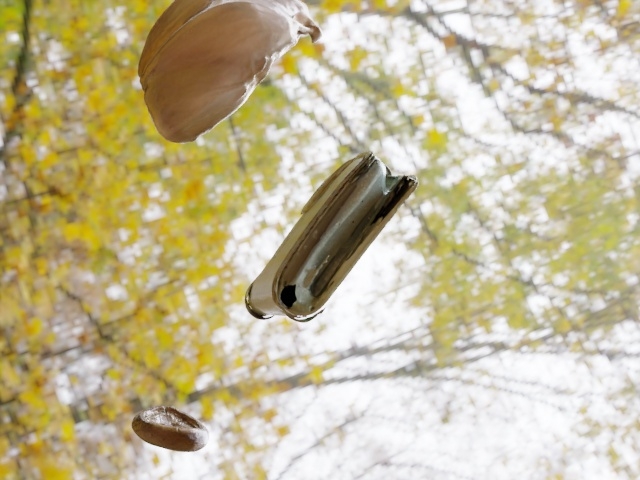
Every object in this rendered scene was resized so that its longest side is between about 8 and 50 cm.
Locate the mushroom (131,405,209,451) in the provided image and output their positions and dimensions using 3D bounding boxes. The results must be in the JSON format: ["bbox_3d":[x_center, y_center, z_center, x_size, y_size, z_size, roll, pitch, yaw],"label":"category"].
[{"bbox_3d":[-0.234,0.297,2.189,0.123,0.123,0.052,20,-81,46],"label":"mushroom"}]

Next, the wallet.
[{"bbox_3d":[0.000,0.000,1.654,0.077,0.223,0.309,34,-7,-6],"label":"wallet"}]

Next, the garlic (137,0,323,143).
[{"bbox_3d":[-0.124,-0.243,1.689,0.110,0.228,0.217,59,2,-39],"label":"garlic"}]
